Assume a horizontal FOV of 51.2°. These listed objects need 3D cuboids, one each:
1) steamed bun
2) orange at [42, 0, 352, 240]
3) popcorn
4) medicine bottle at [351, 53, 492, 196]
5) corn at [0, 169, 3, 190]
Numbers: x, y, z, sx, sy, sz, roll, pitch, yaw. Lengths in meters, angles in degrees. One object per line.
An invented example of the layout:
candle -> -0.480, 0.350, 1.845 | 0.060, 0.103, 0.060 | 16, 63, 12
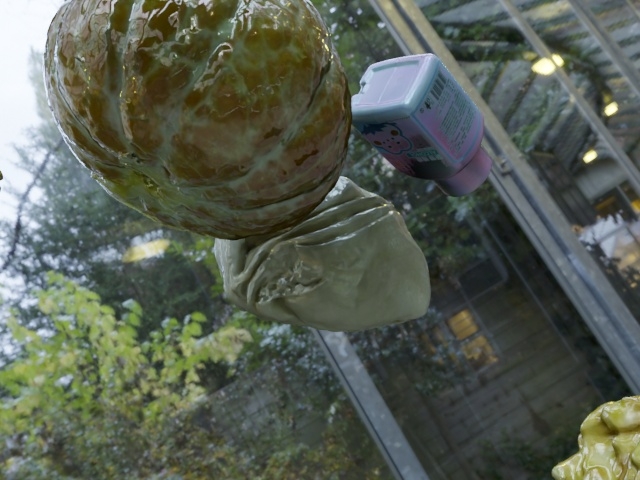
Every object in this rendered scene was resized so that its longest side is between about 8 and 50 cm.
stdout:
steamed bun -> -0.003, 0.000, 0.963 | 0.276, 0.203, 0.289 | -4, 14, -31
orange -> -0.123, -0.149, 0.707 | 0.329, 0.329, 0.249 | 126, 166, -59
popcorn -> 0.335, 0.251, 0.627 | 0.253, 0.190, 0.191 | 26, -27, -25
medicine bottle -> 0.135, -0.138, 0.844 | 0.119, 0.188, 0.094 | 6, 64, 50
corn -> -0.373, -0.001, 0.541 | 0.238, 0.080, 0.080 | -36, -13, -8
